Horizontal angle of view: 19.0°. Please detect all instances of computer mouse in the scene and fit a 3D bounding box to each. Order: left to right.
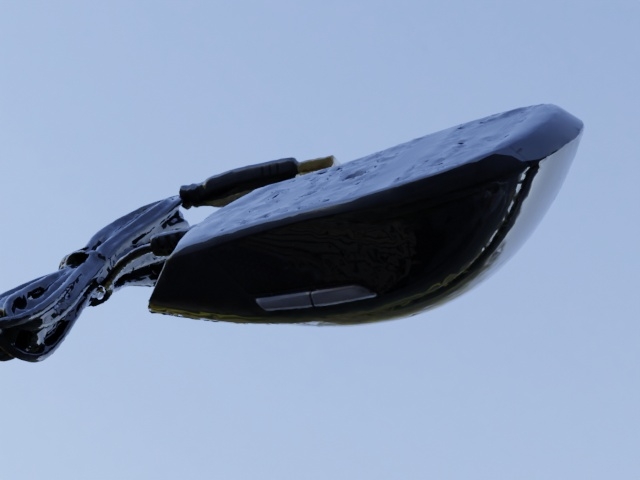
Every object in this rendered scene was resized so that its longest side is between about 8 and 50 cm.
[{"bbox_3d":[0.000,0.000,0.797,0.262,0.184,0.060,-17,-79,22],"label":"computer mouse"}]
